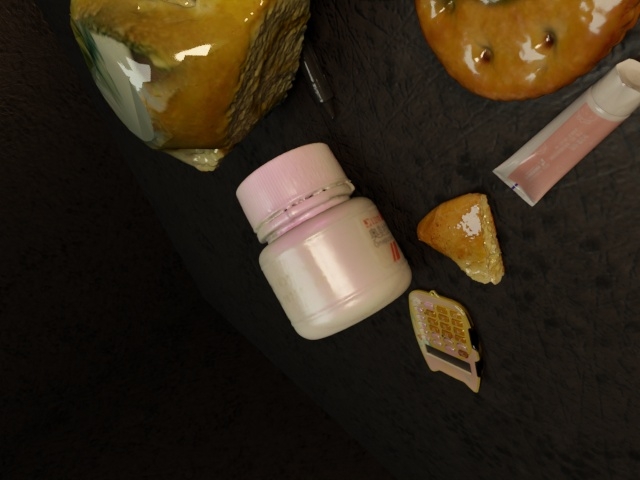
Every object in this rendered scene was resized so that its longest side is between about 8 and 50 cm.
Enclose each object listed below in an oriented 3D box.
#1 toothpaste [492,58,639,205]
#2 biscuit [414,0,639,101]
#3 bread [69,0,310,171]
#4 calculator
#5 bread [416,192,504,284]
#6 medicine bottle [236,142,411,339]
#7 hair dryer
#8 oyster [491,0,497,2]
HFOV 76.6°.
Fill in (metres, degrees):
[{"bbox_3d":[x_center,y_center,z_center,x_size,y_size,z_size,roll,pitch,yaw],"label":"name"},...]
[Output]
[{"bbox_3d":[0.260,-0.103,0.434,0.067,0.043,0.194,45,159,11],"label":"toothpaste"},{"bbox_3d":[0.176,-0.236,0.369,0.220,0.066,0.220,39,151,27],"label":"biscuit"},{"bbox_3d":[-0.191,-0.251,0.596,0.239,0.264,0.395,37,158,-2],"label":"bread"},{"bbox_3d":[0.254,0.193,0.821,0.157,0.033,0.236,17,134,52],"label":"calculator"},{"bbox_3d":[0.215,-0.015,0.602,0.154,0.054,0.136,36,147,26],"label":"bread"},{"bbox_3d":[0.000,0.000,0.753,0.302,0.241,0.241,61,154,3],"label":"medicine bottle"},{"bbox_3d":[-0.020,-0.306,0.627,0.128,0.070,0.255,12,140,53],"label":"hair dryer"},{"bbox_3d":[0.148,-0.230,0.324,0.100,0.037,0.098,25,167,13],"label":"oyster"}]
